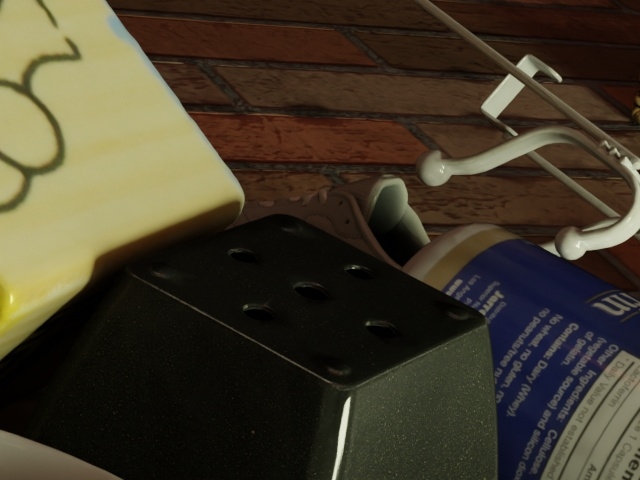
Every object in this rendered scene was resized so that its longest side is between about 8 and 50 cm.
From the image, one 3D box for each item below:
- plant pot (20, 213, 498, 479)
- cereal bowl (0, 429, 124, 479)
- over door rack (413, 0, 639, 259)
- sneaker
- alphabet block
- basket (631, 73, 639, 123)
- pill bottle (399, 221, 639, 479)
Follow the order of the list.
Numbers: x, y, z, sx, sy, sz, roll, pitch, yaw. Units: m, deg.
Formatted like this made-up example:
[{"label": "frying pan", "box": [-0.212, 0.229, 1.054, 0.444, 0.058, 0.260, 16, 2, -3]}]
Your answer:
[{"label": "plant pot", "box": [-0.023, 0.094, 0.920, 0.188, 0.167, 0.187, 27, 26, 28]}, {"label": "cereal bowl", "box": [-0.187, 0.169, 0.651, 0.339, 0.141, 0.339, 13, 14, -3]}, {"label": "over door rack", "box": [0.131, -0.046, 1.233, 0.239, 0.108, 0.324, 44, 10, -49]}, {"label": "sneaker", "box": [0.000, 0.000, 1.197, 0.262, 0.121, 0.099, 27, 26, 26]}, {"label": "alphabet block", "box": [-0.193, -0.017, 0.962, 0.192, 0.193, 0.197, 53, 32, 8]}, {"label": "basket", "box": [0.435, -0.204, 1.775, 0.213, 0.223, 0.299, 22, 24, 16]}, {"label": "pill bottle", "box": [0.152, 0.110, 1.004, 0.265, 0.153, 0.153, 29, 28, 29]}]
